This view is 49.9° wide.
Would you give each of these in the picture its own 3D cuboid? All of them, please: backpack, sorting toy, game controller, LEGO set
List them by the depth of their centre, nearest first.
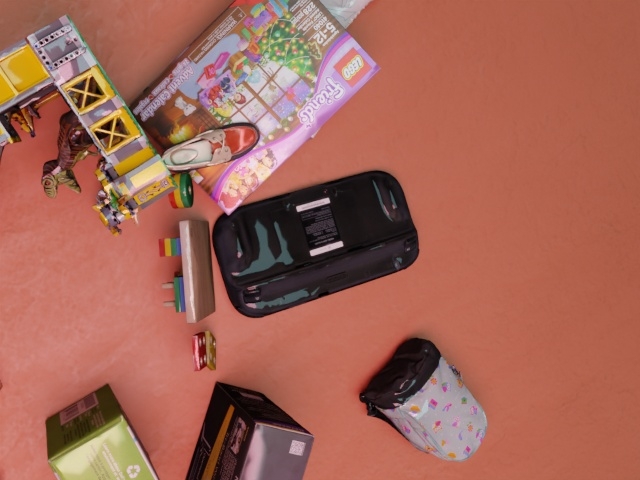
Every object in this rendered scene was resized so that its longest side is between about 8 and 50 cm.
[{"bbox_3d":[-0.311,-0.107,0.794,0.192,0.331,0.255,-33,115,-9],"label":"LEGO set"},{"bbox_3d":[-0.182,0.050,0.940,0.046,0.132,0.275,-5,91,3],"label":"sorting toy"},{"bbox_3d":[0.000,0.000,1.046,0.319,0.067,0.166,-17,82,-20],"label":"game controller"},{"bbox_3d":[0.170,0.262,1.074,0.152,0.115,0.182,-43,107,-18],"label":"backpack"}]

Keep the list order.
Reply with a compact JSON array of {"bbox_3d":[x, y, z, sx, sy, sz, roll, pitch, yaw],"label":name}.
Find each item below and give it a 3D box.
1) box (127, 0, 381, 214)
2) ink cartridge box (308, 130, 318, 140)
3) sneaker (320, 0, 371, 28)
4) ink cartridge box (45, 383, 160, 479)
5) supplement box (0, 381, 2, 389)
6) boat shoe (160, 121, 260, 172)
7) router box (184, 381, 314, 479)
[{"bbox_3d":[-0.091,-0.207,0.948,0.293,0.057,0.201,-44,98,4],"label":"box"},{"bbox_3d":[-0.019,-0.231,1.029,0.099,0.056,0.135,36,79,-16],"label":"ink cartridge box"},{"bbox_3d":[0.035,-0.357,1.056,0.152,0.053,0.061,-22,107,-13],"label":"sneaker"},{"bbox_3d":[-0.246,0.333,0.882,0.097,0.189,0.255,-30,102,-19],"label":"ink cartridge box"},{"bbox_3d":[-0.443,0.156,0.873,0.036,0.062,0.098,-24,99,-18],"label":"supplement box"},{"bbox_3d":[-0.145,-0.122,0.907,0.137,0.043,0.049,-16,98,-1],"label":"boat shoe"},{"bbox_3d":[-0.124,0.363,0.898,0.081,0.243,0.309,19,85,-19],"label":"router box"}]
